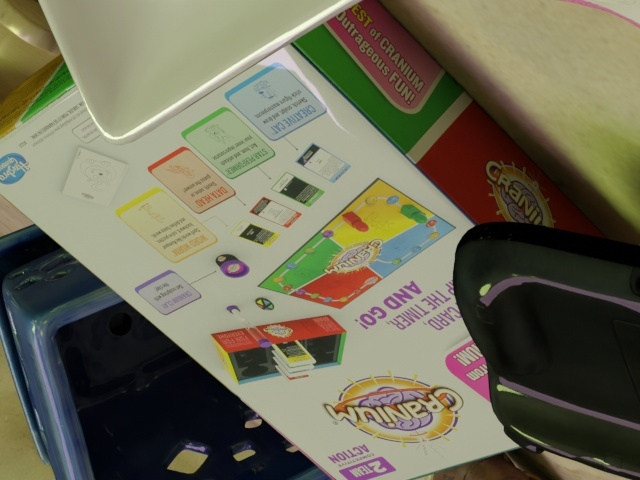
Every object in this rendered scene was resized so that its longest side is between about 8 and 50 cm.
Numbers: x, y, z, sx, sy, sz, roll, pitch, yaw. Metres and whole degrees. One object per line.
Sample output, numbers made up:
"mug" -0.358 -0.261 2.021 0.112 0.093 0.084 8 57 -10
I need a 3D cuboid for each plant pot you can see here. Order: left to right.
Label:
"plant pot" -0.127 0.083 1.238 0.212 0.236 0.236 32 139 56

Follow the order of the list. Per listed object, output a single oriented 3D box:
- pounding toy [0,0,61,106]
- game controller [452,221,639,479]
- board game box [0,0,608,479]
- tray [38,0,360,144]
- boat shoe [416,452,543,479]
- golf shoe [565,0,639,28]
"pounding toy" -0.161 -0.149 1.016 0.269 0.155 0.154 43 -161 27
"game controller" 0.205 0.071 0.674 0.319 0.067 0.166 13 141 33
"board game box" 0.000 0.000 0.851 0.316 0.064 0.242 43 138 -21
"tray" -0.059 -0.171 0.400 0.145 0.030 0.270 -25 89 46
"boat shoe" 0.208 0.294 1.451 0.123 0.123 0.342 24 155 53
"golf shoe" 0.007 -0.138 0.483 0.306 0.115 0.140 31 169 36
